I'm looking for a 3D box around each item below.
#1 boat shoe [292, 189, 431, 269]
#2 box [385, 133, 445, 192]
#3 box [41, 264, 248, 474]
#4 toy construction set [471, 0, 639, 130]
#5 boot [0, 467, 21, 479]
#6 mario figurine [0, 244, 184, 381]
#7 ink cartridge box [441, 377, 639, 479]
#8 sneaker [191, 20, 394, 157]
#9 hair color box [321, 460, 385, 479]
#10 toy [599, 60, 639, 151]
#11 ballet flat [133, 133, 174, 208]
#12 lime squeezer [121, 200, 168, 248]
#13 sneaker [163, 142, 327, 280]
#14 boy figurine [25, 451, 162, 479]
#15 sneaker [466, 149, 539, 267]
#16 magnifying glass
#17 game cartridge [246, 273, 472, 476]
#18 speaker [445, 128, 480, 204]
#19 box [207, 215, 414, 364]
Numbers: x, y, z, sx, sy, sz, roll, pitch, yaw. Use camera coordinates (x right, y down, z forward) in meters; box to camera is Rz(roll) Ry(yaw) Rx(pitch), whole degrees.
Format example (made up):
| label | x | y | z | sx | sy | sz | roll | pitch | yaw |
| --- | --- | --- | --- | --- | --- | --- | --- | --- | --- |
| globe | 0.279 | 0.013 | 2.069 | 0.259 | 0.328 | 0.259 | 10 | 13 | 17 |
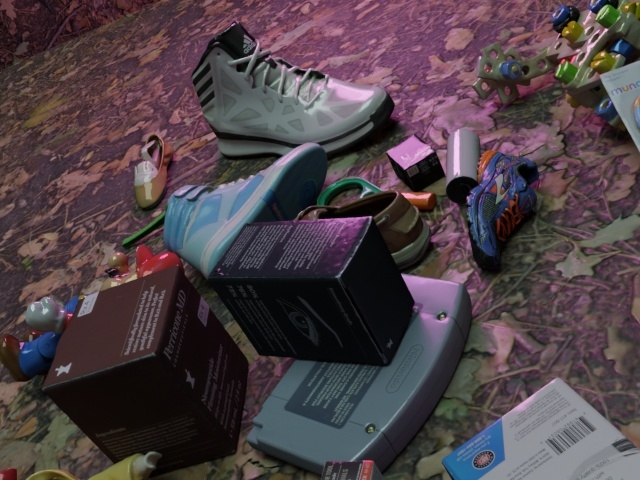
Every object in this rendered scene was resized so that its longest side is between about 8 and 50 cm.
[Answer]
| label | x | y | z | sx | sy | sz | roll | pitch | yaw |
| --- | --- | --- | --- | --- | --- | --- | --- | --- | --- |
| boat shoe | 0.000 | 0.000 | 1.164 | 0.324 | 0.116 | 0.123 | -18 | 35 | 16 |
| box | 0.157 | -0.128 | 1.275 | 0.062 | 0.052 | 0.083 | -31 | 33 | -2 |
| box | -0.220 | 0.177 | 1.018 | 0.166 | 0.203 | 0.169 | -18 | 36 | 16 |
| toy construction set | 0.402 | -0.285 | 1.232 | 0.327 | 0.151 | 0.215 | 23 | 84 | 59 |
| boot | -0.338 | 0.358 | 0.877 | 0.244 | 0.088 | 0.176 | -4 | 85 | 42 |
| mario figurine | -0.376 | 0.098 | 1.275 | 0.320 | 0.170 | 0.198 | -29 | 31 | 4 |
| ink cartridge box | 0.230 | 0.244 | 0.696 | 0.148 | 0.086 | 0.203 | -33 | 34 | -6 |
| sneaker | -0.087 | -0.299 | 1.498 | 0.447 | 0.258 | 0.169 | 0 | 43 | 37 |
| hair color box | 0.048 | 0.287 | 0.702 | 0.053 | 0.167 | 0.093 | -10 | 38 | 27 |
| toy | 0.472 | -0.159 | 0.985 | 0.136 | 0.056 | 0.237 | -17 | 63 | 5 |
| ballet flat | -0.379 | -0.158 | 1.697 | 0.080 | 0.073 | 0.232 | -21 | 34 | 13 |
| lime squeezer | -0.255 | -0.044 | 1.471 | 0.310 | 0.059 | 0.110 | -2 | 42 | 34 |
| sneaker | -0.146 | -0.077 | 1.338 | 0.208 | 0.127 | 0.319 | 23 | 58 | 34 |
| boy figurine | -0.257 | 0.335 | 0.939 | 0.285 | 0.092 | 0.177 | 4 | 54 | 37 |
| sneaker | 0.257 | -0.052 | 1.078 | 0.087 | 0.083 | 0.221 | 0 | 47 | 24 |
| magnifying glass | 0.089 | -0.069 | 1.273 | 0.230 | 0.026 | 0.092 | 6 | 47 | 41 |
| game cartridge | 0.061 | 0.163 | 0.963 | 0.198 | 0.062 | 0.297 | 11 | 51 | 40 |
| speaker | 0.225 | -0.117 | 1.207 | 0.055 | 0.055 | 0.136 | -15 | 37 | 22 |
| box | -0.010 | 0.063 | 0.965 | 0.207 | 0.153 | 0.108 | -1 | 42 | 34 |
